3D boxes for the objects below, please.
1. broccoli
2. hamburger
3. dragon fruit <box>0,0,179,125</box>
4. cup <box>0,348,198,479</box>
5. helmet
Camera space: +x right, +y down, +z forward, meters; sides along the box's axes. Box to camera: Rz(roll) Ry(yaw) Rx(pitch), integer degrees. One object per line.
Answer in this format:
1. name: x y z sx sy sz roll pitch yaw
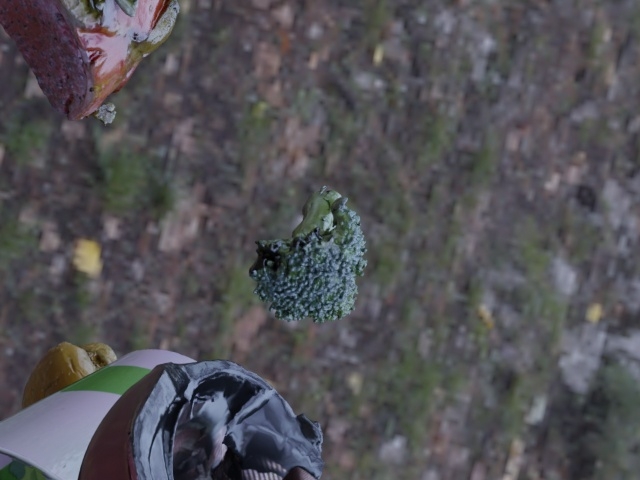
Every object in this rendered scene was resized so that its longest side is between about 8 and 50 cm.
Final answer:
1. broccoli: -0.002 0.001 1.694 0.204 0.118 0.122 -77 154 -61
2. hamburger: -0.260 0.183 1.800 0.083 0.138 0.147 -3 146 -39
3. dragon fruit: -0.117 -0.139 0.895 0.147 0.096 0.102 49 53 -34
4. cup: -0.195 0.231 1.476 0.274 0.253 0.253 -40 140 -53
5. helmet: -0.086 0.187 1.130 0.198 0.154 0.253 57 27 4
